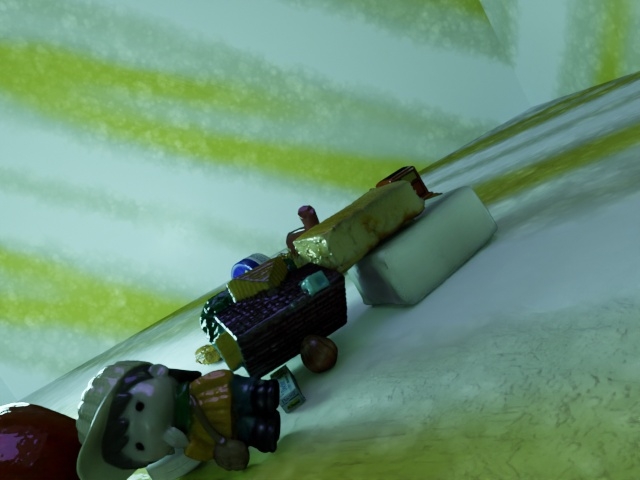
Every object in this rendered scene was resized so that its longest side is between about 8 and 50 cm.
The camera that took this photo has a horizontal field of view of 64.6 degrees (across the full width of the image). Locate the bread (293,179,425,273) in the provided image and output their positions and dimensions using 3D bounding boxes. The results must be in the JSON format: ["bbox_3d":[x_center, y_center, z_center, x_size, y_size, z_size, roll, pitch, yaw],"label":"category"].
[{"bbox_3d":[0.091,-0.029,1.194,0.275,0.114,0.185,-36,11,-22],"label":"bread"}]

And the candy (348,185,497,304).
[{"bbox_3d":[0.243,0.017,1.247,0.359,0.145,0.208,-34,8,-27],"label":"candy"}]

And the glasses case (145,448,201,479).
[{"bbox_3d":[-0.239,0.365,1.015,0.113,0.075,0.297,-24,10,19],"label":"glasses case"}]

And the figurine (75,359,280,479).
[{"bbox_3d":[-0.236,0.293,0.857,0.333,0.185,0.204,-2,0,-13],"label":"figurine"}]

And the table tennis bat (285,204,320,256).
[{"bbox_3d":[0.000,0.000,1.727,0.268,0.051,0.414,2,-25,15],"label":"table tennis bat"}]

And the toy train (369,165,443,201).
[{"bbox_3d":[0.244,-0.090,1.644,0.369,0.231,0.163,-33,7,-19],"label":"toy train"}]

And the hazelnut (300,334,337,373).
[{"bbox_3d":[-0.004,0.228,1.032,0.086,0.086,0.086,-29,7,4],"label":"hazelnut"}]

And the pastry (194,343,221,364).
[{"bbox_3d":[-0.351,0.357,1.581,0.080,0.056,0.140,-21,-1,-35],"label":"pastry"}]

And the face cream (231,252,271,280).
[{"bbox_3d":[-0.234,0.153,1.922,0.111,0.205,0.206,-35,9,-40],"label":"face cream"}]

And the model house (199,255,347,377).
[{"bbox_3d":[-0.104,0.143,1.085,0.281,0.230,0.248,-30,-14,-21],"label":"model house"}]

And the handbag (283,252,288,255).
[{"bbox_3d":[0.001,0.047,2.084,0.401,0.133,0.283,-26,3,21],"label":"handbag"}]

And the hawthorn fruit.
[{"bbox_3d":[-0.515,0.426,0.870,0.311,0.295,0.295,-30,7,23],"label":"hawthorn fruit"}]

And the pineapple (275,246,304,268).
[{"bbox_3d":[-0.090,0.133,1.771,0.115,0.186,0.236,-31,-37,14],"label":"pineapple"}]

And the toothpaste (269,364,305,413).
[{"bbox_3d":[-0.068,0.293,1.015,0.046,0.034,0.164,-34,8,-8],"label":"toothpaste"}]
